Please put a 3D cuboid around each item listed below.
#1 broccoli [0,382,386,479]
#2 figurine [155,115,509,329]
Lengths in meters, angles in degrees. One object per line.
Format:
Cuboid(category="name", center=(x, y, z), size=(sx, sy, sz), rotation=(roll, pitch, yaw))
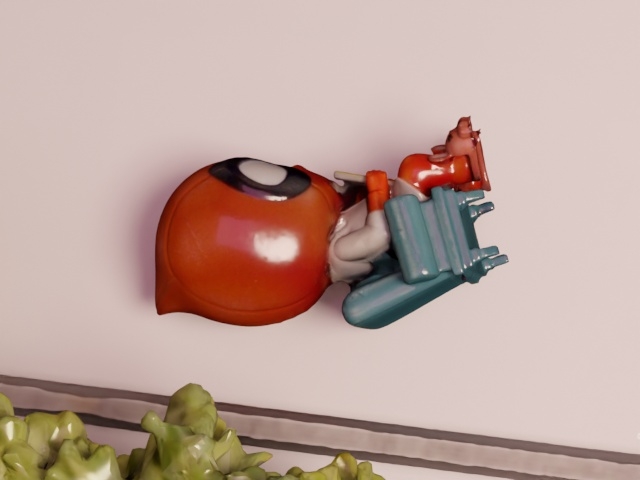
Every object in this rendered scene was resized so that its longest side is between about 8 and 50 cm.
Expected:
Cuboid(category="broccoli", center=(-0.084, 0.161, 0.397), size=(0.263, 0.243, 0.247), rotation=(-10, 67, -3))
Cuboid(category="figurine", center=(0.000, 0.000, 0.509), size=(0.140, 0.068, 0.075), rotation=(-11, 84, 8))
